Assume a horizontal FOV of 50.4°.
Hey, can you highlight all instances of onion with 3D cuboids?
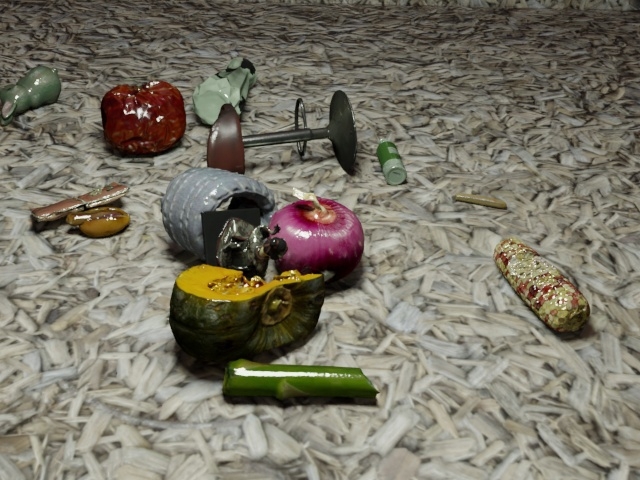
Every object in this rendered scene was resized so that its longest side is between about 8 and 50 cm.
[{"bbox_3d":[-0.005,0.010,1.468,0.207,0.200,0.200,15,19,-44],"label":"onion"}]

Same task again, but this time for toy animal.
[{"bbox_3d":[-0.934,-0.457,2.136,0.125,0.127,0.251,17,41,16],"label":"toy animal"}]

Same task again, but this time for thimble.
[{"bbox_3d":[-0.227,-0.065,1.523,0.236,0.205,0.172,-29,39,-34],"label":"thimble"}]

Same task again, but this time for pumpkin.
[{"bbox_3d":[-0.152,0.125,1.301,0.281,0.139,0.190,-12,22,-42],"label":"pumpkin"}]

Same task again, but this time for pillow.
[{"bbox_3d":[-0.588,-0.093,1.664,0.233,0.043,0.126,-22,17,-28],"label":"pillow"}]

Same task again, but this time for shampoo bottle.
[{"bbox_3d":[0.197,-0.230,1.917,0.065,0.065,0.204,-2,34,-5],"label":"shampoo bottle"}]

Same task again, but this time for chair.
[{"bbox_3d":[-0.123,-0.273,1.823,0.401,0.226,0.226,-10,36,-16],"label":"chair"}]

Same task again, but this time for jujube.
[{"bbox_3d":[-0.506,-0.349,1.942,0.232,0.213,0.213,-8,35,-23],"label":"jujube"}]

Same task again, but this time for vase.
[{"bbox_3d":[-0.295,-0.487,2.197,0.165,0.165,0.360,6,30,6],"label":"vase"}]

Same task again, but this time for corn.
[{"bbox_3d":[0.457,0.083,1.441,0.098,0.098,0.290,-9,36,-15],"label":"corn"}]

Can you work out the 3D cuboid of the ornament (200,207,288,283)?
[{"bbox_3d":[-0.119,0.013,1.364,0.153,0.166,0.196,-8,3,-43],"label":"ornament"}]

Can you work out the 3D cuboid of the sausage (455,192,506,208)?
[{"bbox_3d":[0.419,-0.104,1.776,0.132,0.024,0.024,11,35,14],"label":"sausage"}]

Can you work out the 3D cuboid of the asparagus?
[{"bbox_3d":[-0.036,0.248,1.205,0.278,0.060,0.067,1,24,-3],"label":"asparagus"}]

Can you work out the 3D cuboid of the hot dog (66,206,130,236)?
[{"bbox_3d":[-0.525,-0.049,1.614,0.140,0.060,0.090,-5,30,-3],"label":"hot dog"}]
